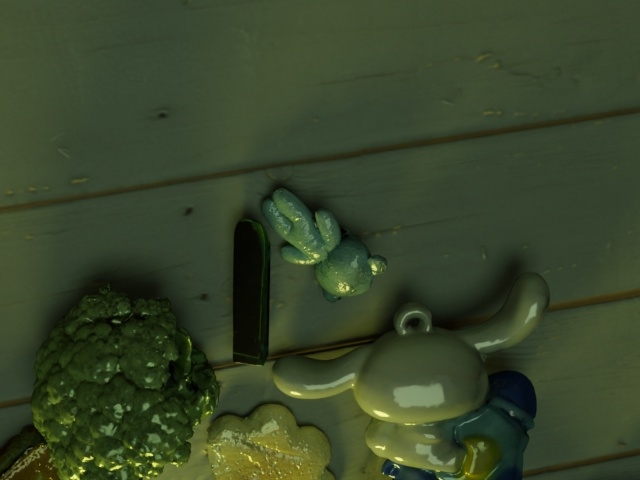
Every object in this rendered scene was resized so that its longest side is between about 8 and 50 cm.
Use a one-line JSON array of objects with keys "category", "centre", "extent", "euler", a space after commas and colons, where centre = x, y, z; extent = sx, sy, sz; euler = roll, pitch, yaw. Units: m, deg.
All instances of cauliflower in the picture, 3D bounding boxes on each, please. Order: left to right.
[{"category": "cauliflower", "centre": [-0.238, 0.203, 1.358], "extent": [0.275, 0.272, 0.250], "euler": [-40, 160, 35]}]

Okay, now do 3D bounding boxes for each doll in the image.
[{"category": "doll", "centre": [0.003, -0.002, 1.379], "extent": [0.180, 0.075, 0.120], "euler": [50, 137, -5]}, {"category": "doll", "centre": [0.164, 0.250, 1.464], "extent": [0.375, 0.187, 0.366], "euler": [-12, 108, 20]}]

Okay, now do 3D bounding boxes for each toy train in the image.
[{"category": "toy train", "centre": [-0.090, 0.063, 1.395], "extent": [0.044, 0.042, 0.209], "euler": [7, 112, 10]}]

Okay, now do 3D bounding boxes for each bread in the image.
[{"category": "bread", "centre": [-0.387, 0.330, 1.439], "extent": [0.140, 0.069, 0.128], "euler": [-44, 115, 5]}, {"category": "bread", "centre": [-0.066, 0.349, 1.525], "extent": [0.181, 0.039, 0.251], "euler": [-10, 114, -6]}]
